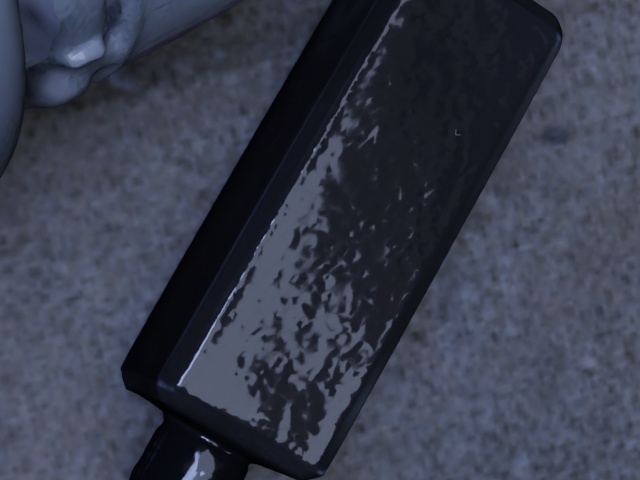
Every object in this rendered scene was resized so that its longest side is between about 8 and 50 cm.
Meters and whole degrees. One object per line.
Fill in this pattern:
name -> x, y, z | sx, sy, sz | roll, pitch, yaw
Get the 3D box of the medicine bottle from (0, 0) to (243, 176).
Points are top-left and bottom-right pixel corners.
medicine bottle -> -0.183, -0.114, 0.629 | 0.325, 0.256, 0.256 | -30, 101, -26

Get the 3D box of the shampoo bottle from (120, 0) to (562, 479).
shampoo bottle -> 0.000, 0.000, 0.785 | 0.079, 0.080, 0.246 | 32, 81, -15
